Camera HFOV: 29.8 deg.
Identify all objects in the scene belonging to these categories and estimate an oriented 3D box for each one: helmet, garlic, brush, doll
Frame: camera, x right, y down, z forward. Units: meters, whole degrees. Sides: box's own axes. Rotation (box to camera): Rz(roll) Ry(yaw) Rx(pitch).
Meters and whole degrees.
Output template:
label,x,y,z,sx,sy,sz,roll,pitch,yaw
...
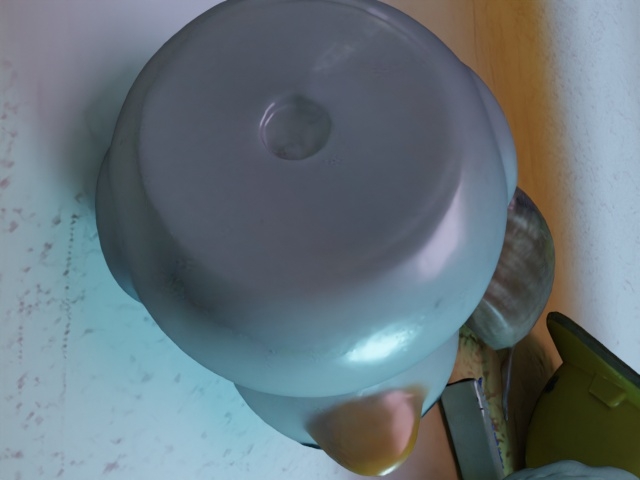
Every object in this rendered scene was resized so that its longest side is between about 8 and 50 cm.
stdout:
label,x,y,z,sx,sy,sz,roll,pitch,yaw
helmet,0.233,0.191,0.931,0.140,0.257,0.205,-49,163,-3
garlic,0.117,0.028,0.887,0.198,0.090,0.128,53,55,-43
brush,0.123,0.184,0.874,0.030,0.033,0.178,-28,103,-70
doll,0.000,0.000,0.637,0.221,0.221,0.251,18,47,-53

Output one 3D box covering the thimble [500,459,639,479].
label,x,y,z,sx,sy,sz,roll,pitch,yaw
thimble,0.167,0.250,0.759,0.149,0.211,0.185,-22,125,-59
